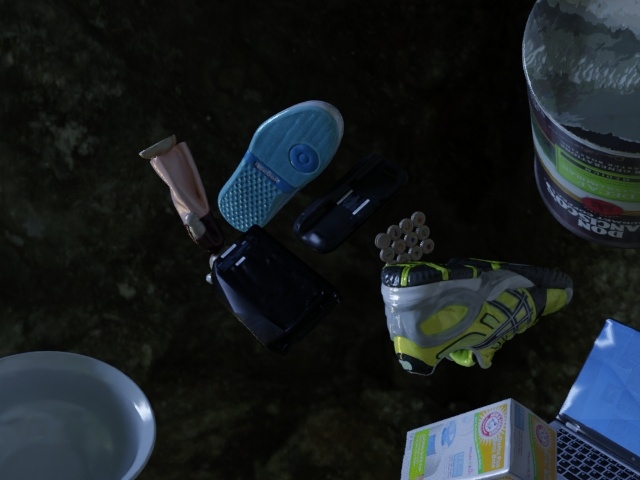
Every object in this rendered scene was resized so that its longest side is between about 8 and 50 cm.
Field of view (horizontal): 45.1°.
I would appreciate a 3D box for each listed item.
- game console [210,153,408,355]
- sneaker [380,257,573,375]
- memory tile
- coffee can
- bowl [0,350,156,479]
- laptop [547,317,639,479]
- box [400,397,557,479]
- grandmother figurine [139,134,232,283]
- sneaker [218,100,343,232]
[{"bbox_3d":[0.000,0.000,1.220,0.361,0.213,0.044,-43,-39,-11],"label":"game console"},{"bbox_3d":[0.227,0.103,1.119,0.384,0.145,0.147,0,-87,-39],"label":"sneaker"},{"bbox_3d":[0.200,0.007,1.807,0.148,0.012,0.113,-30,-66,-22],"label":"memory tile"},{"bbox_3d":[0.306,-0.125,0.747,0.201,0.201,0.275,-32,-24,7],"label":"coffee can"},{"bbox_3d":[-0.393,0.306,1.107,0.298,0.298,0.134,3,-56,-22],"label":"bowl"},{"bbox_3d":[0.611,0.396,1.549,0.408,0.382,0.236,-19,-59,-33],"label":"laptop"},{"bbox_3d":[0.222,0.318,1.089,0.103,0.114,0.203,36,-44,-23],"label":"box"},{"bbox_3d":[-0.247,-0.047,1.577,0.104,0.208,0.342,-27,-78,8],"label":"grandmother figurine"},{"bbox_3d":[-0.042,-0.163,1.337,0.127,0.208,0.319,46,-48,-6],"label":"sneaker"}]
